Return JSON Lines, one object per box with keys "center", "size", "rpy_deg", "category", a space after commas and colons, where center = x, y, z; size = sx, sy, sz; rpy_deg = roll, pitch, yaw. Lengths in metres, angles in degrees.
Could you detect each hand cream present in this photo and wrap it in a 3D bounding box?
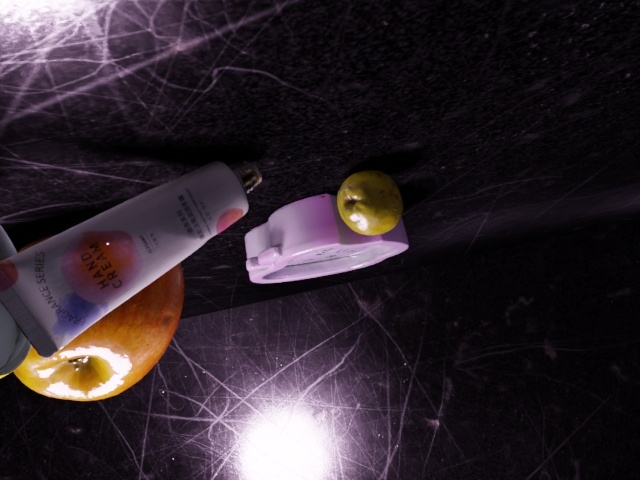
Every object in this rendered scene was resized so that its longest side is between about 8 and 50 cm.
{"center": [-0.208, -0.004, 0.700], "size": [0.341, 0.124, 0.078], "rpy_deg": [-37, -150, -27], "category": "hand cream"}

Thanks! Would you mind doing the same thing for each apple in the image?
{"center": [-0.369, 0.124, 0.945], "size": [0.302, 0.301, 0.301], "rpy_deg": [-12, 169, -2], "category": "apple"}

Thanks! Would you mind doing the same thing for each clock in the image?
{"center": [0.000, 0.000, 1.166], "size": [0.339, 0.102, 0.338], "rpy_deg": [-11, 168, -2], "category": "clock"}

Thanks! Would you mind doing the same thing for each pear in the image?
{"center": [0.082, -0.060, 0.931], "size": [0.107, 0.107, 0.131], "rpy_deg": [-19, 164, 31], "category": "pear"}

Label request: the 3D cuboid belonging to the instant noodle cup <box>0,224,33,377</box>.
{"center": [-0.461, 0.068, 0.588], "size": [0.222, 0.311, 0.311], "rpy_deg": [-22, 169, -1], "category": "instant noodle cup"}
